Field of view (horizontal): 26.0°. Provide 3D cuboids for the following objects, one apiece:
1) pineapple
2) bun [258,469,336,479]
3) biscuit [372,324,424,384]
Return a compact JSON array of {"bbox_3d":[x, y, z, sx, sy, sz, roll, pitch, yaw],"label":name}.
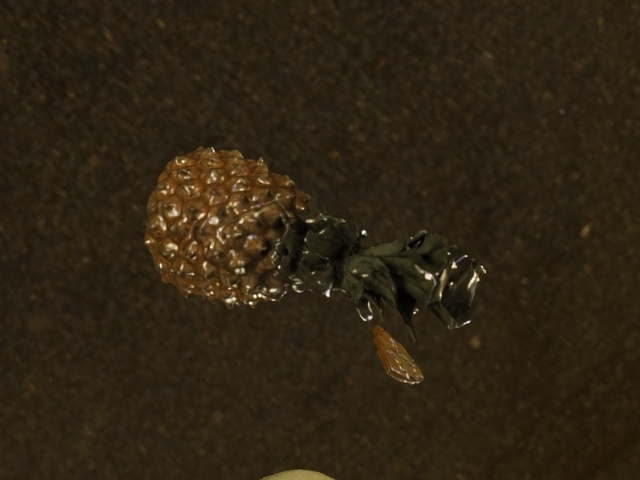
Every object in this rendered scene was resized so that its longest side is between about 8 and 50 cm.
[{"bbox_3d":[0.000,0.000,0.462,0.058,0.124,0.058,-17,111,-54],"label":"pineapple"},{"bbox_3d":[-0.048,0.270,1.009,0.222,0.127,0.222,-51,150,-45],"label":"bun"},{"bbox_3d":[0.084,0.131,1.554,0.016,0.092,0.082,-40,89,13],"label":"biscuit"}]
